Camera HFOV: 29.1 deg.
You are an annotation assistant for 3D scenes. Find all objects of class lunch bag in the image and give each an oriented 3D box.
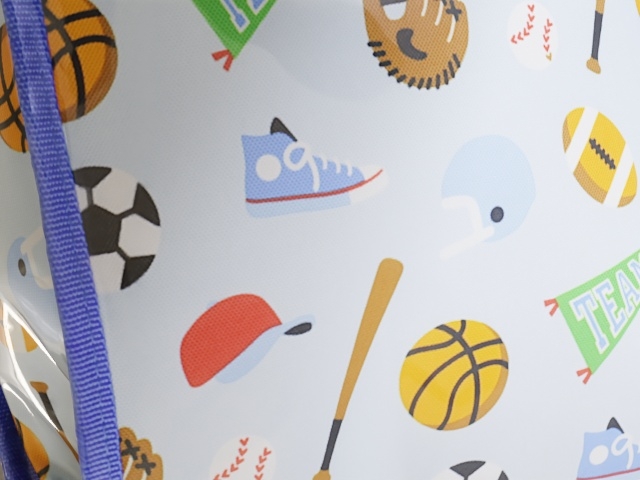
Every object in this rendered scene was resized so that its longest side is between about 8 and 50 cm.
[{"bbox_3d":[0.000,0.000,0.593,0.239,0.327,0.386,-13,90,66],"label":"lunch bag"}]
